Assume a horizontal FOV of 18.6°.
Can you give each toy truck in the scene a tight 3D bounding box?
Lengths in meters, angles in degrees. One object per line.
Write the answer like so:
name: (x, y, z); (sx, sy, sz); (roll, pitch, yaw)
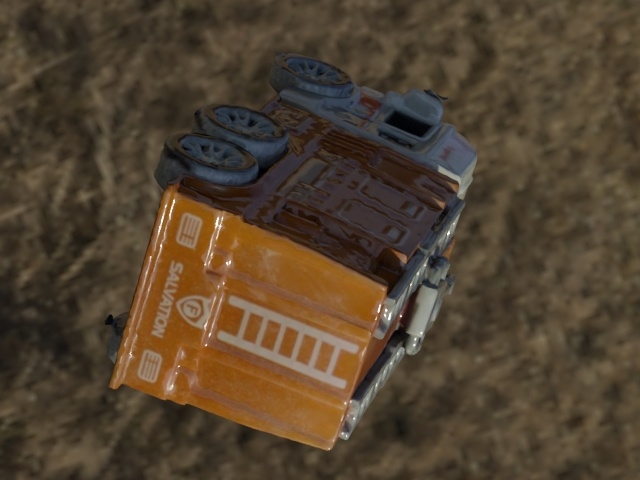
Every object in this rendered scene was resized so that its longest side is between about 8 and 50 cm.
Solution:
toy truck: (0.000, 0.000, 1.439); (0.387, 0.207, 0.173); (-49, 159, -65)
